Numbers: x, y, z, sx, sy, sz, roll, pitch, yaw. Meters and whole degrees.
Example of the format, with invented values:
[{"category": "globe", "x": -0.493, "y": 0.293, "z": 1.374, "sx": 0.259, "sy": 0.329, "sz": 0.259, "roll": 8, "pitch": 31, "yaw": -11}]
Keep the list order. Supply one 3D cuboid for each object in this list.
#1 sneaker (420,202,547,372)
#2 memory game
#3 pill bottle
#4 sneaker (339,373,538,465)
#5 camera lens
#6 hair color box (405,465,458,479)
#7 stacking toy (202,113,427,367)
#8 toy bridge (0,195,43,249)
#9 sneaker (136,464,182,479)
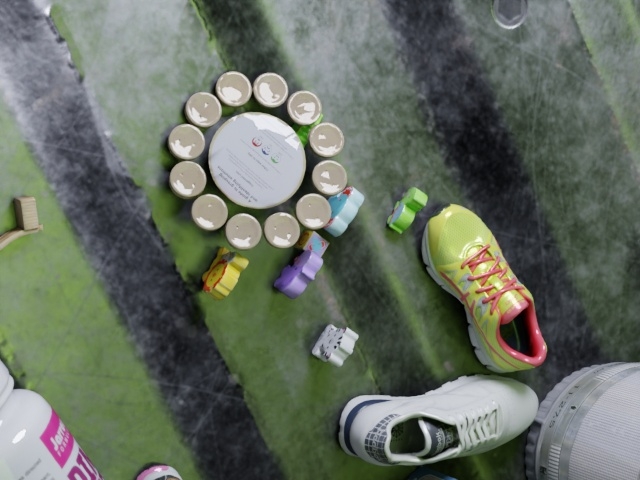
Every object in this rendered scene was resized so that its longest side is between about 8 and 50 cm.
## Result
[{"category": "sneaker", "x": 0.184, "y": 0.051, "z": 1.855, "sx": 0.081, "sy": 0.094, "sz": 0.208, "roll": -36, "pitch": 108, "yaw": -17}, {"category": "memory game", "x": -0.062, "y": -0.078, "z": 1.738, "sx": 0.186, "sy": 0.012, "sz": 0.186, "roll": 3, "pitch": 79, "yaw": -14}, {"category": "pill bottle", "x": -0.284, "y": 0.239, "z": 1.608, "sx": 0.160, "sy": 0.160, "sz": 0.283, "roll": -39, "pitch": 110, "yaw": -18}, {"category": "sneaker", "x": 0.140, "y": 0.198, "z": 1.849, "sx": 0.235, "sy": 0.095, "sz": 0.090, "roll": -10, "pitch": 97, "yaw": -26}, {"category": "camera lens", "x": 0.374, "y": 0.249, "z": 1.866, "sx": 0.219, "sy": 0.274, "sz": 0.219, "roll": -2, "pitch": 96, "yaw": -26}, {"category": "hair color box", "x": 0.153, "y": 0.433, "z": 1.871, "sx": 0.174, "sy": 0.105, "sz": 0.347, "roll": -38, "pitch": 109, "yaw": -18}, {"category": "stacking toy", "x": 0.000, "y": 0.000, "z": 1.785, "sx": 0.167, "sy": 0.052, "sz": 0.221, "roll": 35, "pitch": 79, "yaw": -24}, {"category": "toy bridge", "x": -0.348, "y": 0.003, "z": 1.629, "sx": 0.188, "sy": 0.026, "sz": 0.063, "roll": -10, "pitch": 102, "yaw": -25}, {"category": "sneaker", "x": -0.162, "y": 0.315, "z": 1.722, "sx": 0.072, "sy": 0.077, "sz": 0.178, "roll": 1, "pitch": 95, "yaw": -25}]
